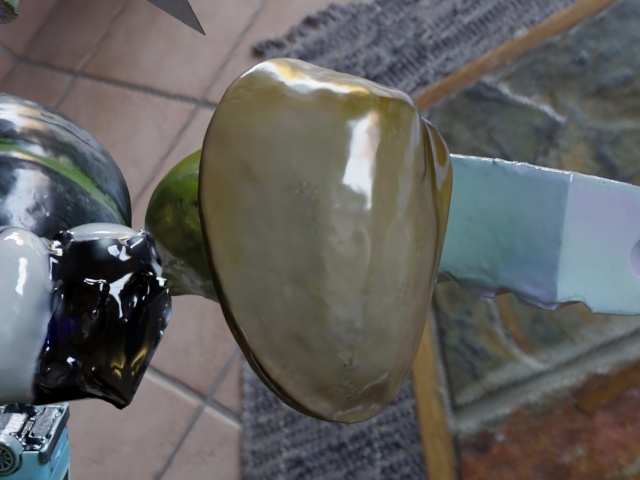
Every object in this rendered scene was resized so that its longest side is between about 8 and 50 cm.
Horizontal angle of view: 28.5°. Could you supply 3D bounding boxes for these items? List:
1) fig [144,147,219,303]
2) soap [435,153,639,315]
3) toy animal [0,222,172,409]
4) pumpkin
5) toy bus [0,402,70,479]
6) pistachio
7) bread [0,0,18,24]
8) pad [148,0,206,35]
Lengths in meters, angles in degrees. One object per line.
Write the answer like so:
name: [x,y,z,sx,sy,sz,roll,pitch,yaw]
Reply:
fig: [-0.140,-0.005,1.617,0.314,0.233,0.233,-22,45,14]
soap: [0.297,-0.007,1.541,0.261,0.446,0.156,11,94,24]
toy animal: [-0.199,0.048,0.876,0.166,0.179,0.138,125,149,-69]
pumpkin: [-0.334,0.011,1.234,0.323,0.241,0.323,-33,39,32]
toy bus: [-0.459,0.296,1.601,0.271,0.164,0.133,-1,21,4]
pistachio: [0.000,0.000,0.922,0.163,0.213,0.260,-22,60,58]
bread: [-0.382,-0.257,1.080,0.267,0.267,0.040,11,79,47]
pad: [-0.225,-0.333,1.570,0.158,0.235,0.003,33,84,11]
